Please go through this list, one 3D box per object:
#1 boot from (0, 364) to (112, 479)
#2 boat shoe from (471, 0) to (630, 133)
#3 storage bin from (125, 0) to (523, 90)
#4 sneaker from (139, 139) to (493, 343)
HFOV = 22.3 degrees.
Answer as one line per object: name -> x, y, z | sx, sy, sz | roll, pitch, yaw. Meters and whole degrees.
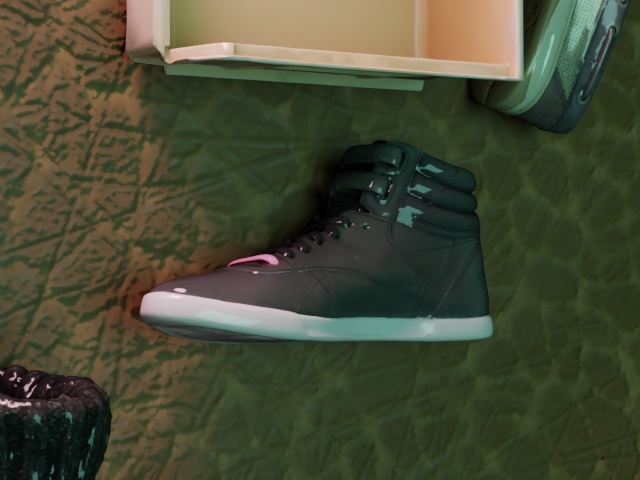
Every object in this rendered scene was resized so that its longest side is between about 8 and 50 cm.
boot -> -0.147, 0.214, 0.913 | 0.131, 0.348, 0.260 | 15, 89, -47
boat shoe -> 0.211, -0.219, 1.277 | 0.092, 0.103, 0.285 | 28, 79, -33
storage bin -> 0.003, -0.245, 1.135 | 0.260, 0.123, 0.262 | 0, 90, -31
sneaker -> 0.000, 0.000, 1.149 | 0.295, 0.104, 0.147 | 1, 87, -37
